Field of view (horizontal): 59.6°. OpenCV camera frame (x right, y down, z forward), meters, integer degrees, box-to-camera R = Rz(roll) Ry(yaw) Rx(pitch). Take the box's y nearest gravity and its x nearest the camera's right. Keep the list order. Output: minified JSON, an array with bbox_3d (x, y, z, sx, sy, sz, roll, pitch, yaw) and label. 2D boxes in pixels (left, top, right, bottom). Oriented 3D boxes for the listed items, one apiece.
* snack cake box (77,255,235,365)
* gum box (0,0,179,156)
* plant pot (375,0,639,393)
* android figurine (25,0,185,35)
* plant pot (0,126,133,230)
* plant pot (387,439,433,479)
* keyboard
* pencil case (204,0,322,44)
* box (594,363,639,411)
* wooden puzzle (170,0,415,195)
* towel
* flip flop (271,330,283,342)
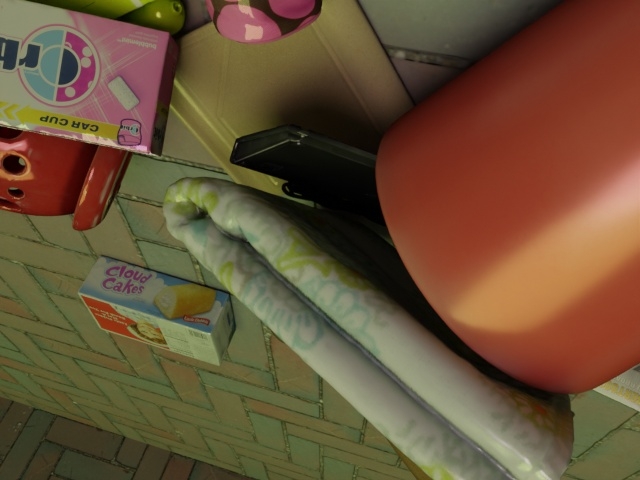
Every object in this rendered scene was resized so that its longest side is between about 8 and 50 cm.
[{"bbox_3d":[-0.304,0.137,1.066,0.264,0.089,0.152,16,148,7],"label":"snack cake box"},{"bbox_3d":[-0.234,-0.148,0.505,0.188,0.107,0.062,11,-176,-6],"label":"gum box"},{"bbox_3d":[0.217,-0.058,0.397,0.274,0.275,0.243,31,136,-16],"label":"plant pot"},{"bbox_3d":[-0.218,-0.275,0.476,0.272,0.056,0.248,-5,138,38],"label":"android figurine"},{"bbox_3d":[-0.307,-0.116,0.636,0.174,0.191,0.191,21,147,-18],"label":"plant pot"},{"bbox_3d":[0.159,0.218,0.853,0.254,0.237,0.237,44,142,-8],"label":"plant pot"},{"bbox_3d":[0.060,-0.051,0.574,0.317,0.033,0.201,15,169,-31],"label":"keyboard"},{"bbox_3d":[-0.053,-0.249,0.377,0.095,0.098,0.209,50,159,46],"label":"pencil case"},{"bbox_3d":[0.348,0.160,0.667,0.231,0.056,0.183,24,178,33],"label":"box"},{"bbox_3d":[-0.033,-0.144,0.584,0.238,0.044,0.221,-13,134,32],"label":"wooden puzzle"},{"bbox_3d":[0.070,0.072,0.542,0.374,0.090,0.320,38,-172,24],"label":"towel"},{"bbox_3d":[-0.040,0.059,0.826,0.080,0.112,0.277,-4,136,8],"label":"flip flop"}]
